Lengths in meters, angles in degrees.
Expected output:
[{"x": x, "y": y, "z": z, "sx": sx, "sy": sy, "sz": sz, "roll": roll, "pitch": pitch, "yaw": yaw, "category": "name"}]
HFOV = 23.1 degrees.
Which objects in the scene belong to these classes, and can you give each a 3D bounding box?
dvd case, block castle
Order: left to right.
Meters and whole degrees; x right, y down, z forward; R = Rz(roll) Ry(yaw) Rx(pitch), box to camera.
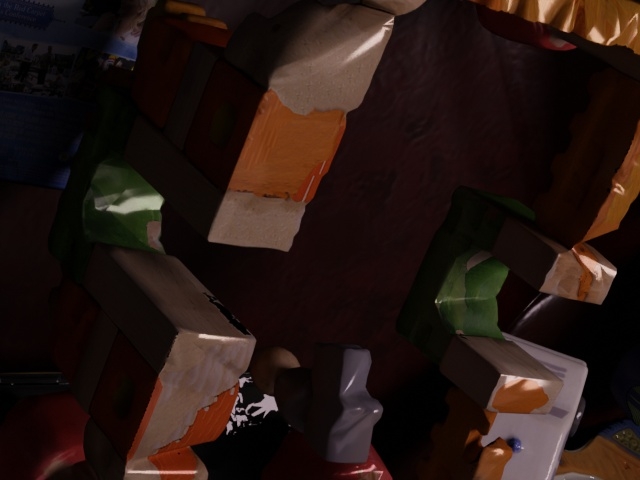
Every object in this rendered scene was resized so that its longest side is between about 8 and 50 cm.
[{"x": -0.175, "y": -0.147, "z": 0.896, "sx": 0.180, "sy": 0.022, "sz": 0.253, "roll": 9, "pitch": 120, "yaw": -34, "category": "dvd case"}, {"x": 0.000, "y": 0.000, "z": 0.942, "sx": 0.303, "sy": 0.213, "sz": 0.453, "roll": 10, "pitch": 110, "yaw": -38, "category": "block castle"}]

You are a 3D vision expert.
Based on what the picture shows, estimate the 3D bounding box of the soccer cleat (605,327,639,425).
[{"x": 0.383, "y": 0.127, "z": 1.364, "sx": 0.289, "sy": 0.121, "sz": 0.093, "roll": -4, "pitch": 126, "yaw": -28, "category": "soccer cleat"}]

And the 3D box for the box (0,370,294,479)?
[{"x": -0.123, "y": 0.250, "z": 1.082, "sx": 0.257, "sy": 0.079, "sz": 0.322, "roll": 3, "pitch": 85, "yaw": -30, "category": "box"}]

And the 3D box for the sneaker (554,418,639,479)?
[{"x": 0.237, "y": 0.240, "z": 1.402, "sx": 0.296, "sy": 0.112, "sz": 0.131, "roll": 1, "pitch": 141, "yaw": -28, "category": "sneaker"}]

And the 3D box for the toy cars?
[{"x": 0.237, "y": 0.113, "z": 1.225, "sx": 0.394, "sy": 0.176, "sz": 0.087, "roll": -28, "pitch": 168, "yaw": -7, "category": "toy cars"}]
